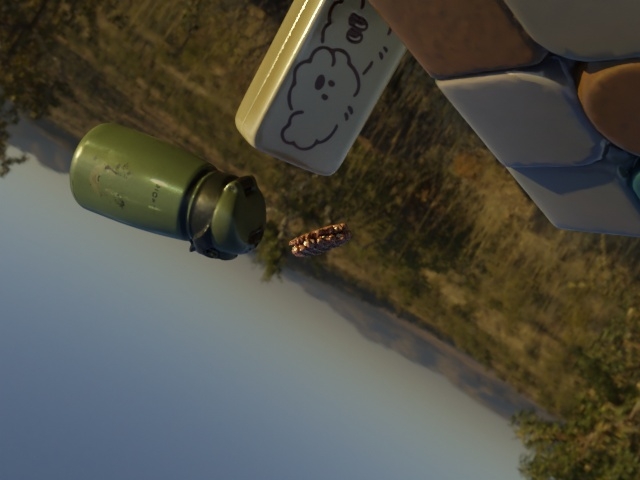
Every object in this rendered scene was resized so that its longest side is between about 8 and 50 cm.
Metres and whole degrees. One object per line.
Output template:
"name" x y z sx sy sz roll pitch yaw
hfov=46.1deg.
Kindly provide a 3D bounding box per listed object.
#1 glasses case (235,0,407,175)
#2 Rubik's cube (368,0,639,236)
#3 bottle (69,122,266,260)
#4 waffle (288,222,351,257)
"glasses case" 0.030 -0.251 0.928 0.144 0.336 0.076 17 -160 -35
"Rubik's cube" 0.299 -0.220 0.534 0.347 0.347 0.344 7 153 50
"bottle" -0.258 -0.081 1.321 0.347 0.168 0.168 21 173 16
"waffle" 0.000 0.000 0.926 0.029 0.075 0.083 71 160 5
